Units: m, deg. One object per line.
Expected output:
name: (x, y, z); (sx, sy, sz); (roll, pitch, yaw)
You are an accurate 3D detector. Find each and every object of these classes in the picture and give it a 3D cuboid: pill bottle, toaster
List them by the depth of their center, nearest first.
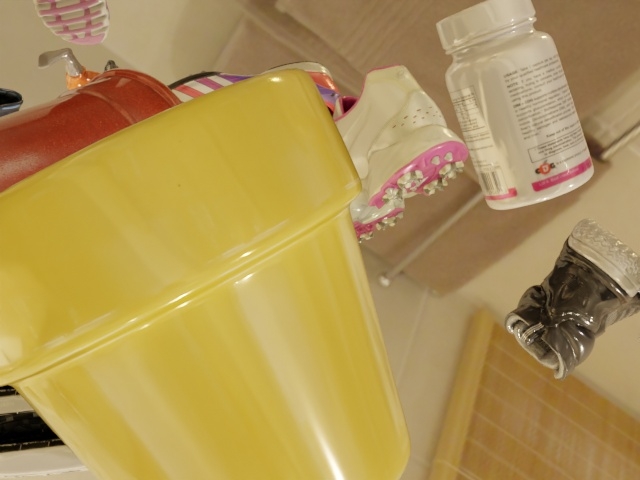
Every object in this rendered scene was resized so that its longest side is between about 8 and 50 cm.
toaster: (-0.210, 0.114, 0.617); (0.146, 0.226, 0.129); (172, -85, -79)
pill bottle: (0.275, -0.202, 1.105); (0.160, 0.283, 0.160); (-20, -171, 3)

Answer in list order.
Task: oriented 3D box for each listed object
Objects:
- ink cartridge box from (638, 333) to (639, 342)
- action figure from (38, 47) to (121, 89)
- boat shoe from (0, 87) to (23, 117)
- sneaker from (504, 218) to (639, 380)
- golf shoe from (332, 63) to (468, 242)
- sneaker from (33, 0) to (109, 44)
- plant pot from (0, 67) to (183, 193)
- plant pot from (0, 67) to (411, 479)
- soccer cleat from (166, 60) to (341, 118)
ink cartridge box: (0.427, 0.025, 0.734); (0.232, 0.189, 0.066); (-66, -154, 10)
action figure: (-0.352, -0.241, 1.507); (0.178, 0.341, 0.330); (-49, 172, 14)
boat shoe: (-0.579, -0.234, 1.196); (0.089, 0.109, 0.258); (-36, 174, 18)
sneaker: (0.287, 0.069, 0.838); (0.153, 0.101, 0.268); (-51, 151, 12)
golf shoe: (0.041, -0.079, 0.868); (0.115, 0.140, 0.306); (-15, 166, -36)
sneaker: (-0.322, -0.360, 0.959); (0.236, 0.095, 0.105); (74, 16, -46)
plant pot: (-0.305, -0.040, 0.881); (0.265, 0.272, 0.272); (-29, 166, -48)
plant pot: (-0.067, 0.059, 0.470); (0.254, 0.239, 0.254); (-27, -176, 2)
soccer cleat: (-0.116, -0.194, 1.178); (0.109, 0.318, 0.116); (97, -26, -50)
